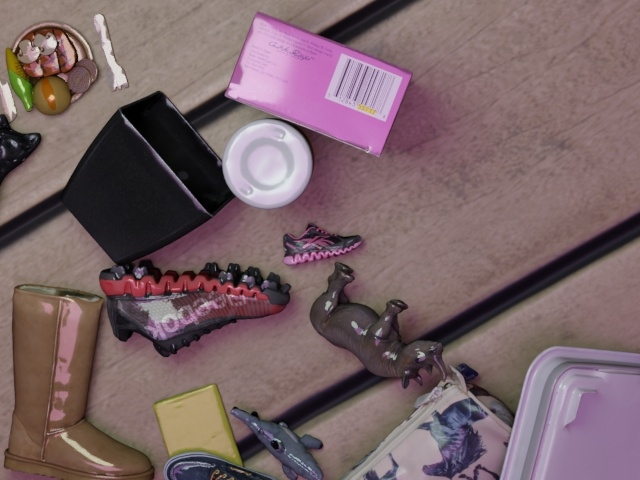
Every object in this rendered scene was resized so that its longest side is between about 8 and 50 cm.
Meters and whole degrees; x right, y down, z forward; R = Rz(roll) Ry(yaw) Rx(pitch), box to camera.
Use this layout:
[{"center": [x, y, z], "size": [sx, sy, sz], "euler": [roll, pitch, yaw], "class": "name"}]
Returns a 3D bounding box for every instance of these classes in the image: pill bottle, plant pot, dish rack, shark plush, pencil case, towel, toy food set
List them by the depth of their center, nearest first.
[{"center": [-0.067, -0.108, 1.668], "size": [0.119, 0.208, 0.119], "euler": [0, 96, 1], "class": "pill bottle"}, {"center": [-0.246, -0.075, 1.697], "size": [0.167, 0.187, 0.188], "euler": [-38, 95, 17], "class": "plant pot"}, {"center": [0.376, 0.321, 1.708], "size": [0.285, 0.072, 0.333], "euler": [8, 97, -35], "class": "dish rack"}, {"center": [-0.384, -0.247, 1.742], "size": [0.192, 0.038, 0.132], "euler": [-17, 96, 3], "class": "toy food set"}, {"center": [0.103, 0.361, 1.744], "size": [0.410, 0.160, 0.183], "euler": [-43, 102, 5], "class": "pencil case"}, {"center": [-0.057, 0.290, 1.785], "size": [0.073, 0.067, 0.161], "euler": [-40, 95, 5], "class": "shark plush"}, {"center": [-0.166, 0.338, 1.819], "size": [0.102, 0.021, 0.237], "euler": [-18, 95, -3], "class": "towel"}]

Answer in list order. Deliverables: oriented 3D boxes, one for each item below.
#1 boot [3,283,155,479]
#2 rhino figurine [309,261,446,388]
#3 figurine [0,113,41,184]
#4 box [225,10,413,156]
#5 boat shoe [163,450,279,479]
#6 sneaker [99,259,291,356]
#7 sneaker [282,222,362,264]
[{"center": [-0.345, 0.212, 1.772], "size": [0.236, 0.089, 0.270], "euler": [7, 95, 0], "class": "boot"}, {"center": [0.083, 0.132, 1.721], "size": [0.243, 0.073, 0.106], "euler": [33, 102, 29], "class": "rhino figurine"}, {"center": [-0.537, -0.117, 1.743], "size": [0.215, 0.092, 0.209], "euler": [33, 89, -2], "class": "figurine"}, {"center": [0.001, -0.209, 1.638], "size": [0.213, 0.243, 0.117], "euler": [21, 96, -1], "class": "box"}, {"center": [-0.139, 0.354, 1.768], "size": [0.183, 0.083, 0.065], "euler": [14, 93, -4], "class": "boat shoe"}, {"center": [-0.179, 0.100, 1.751], "size": [0.276, 0.097, 0.135], "euler": [1, 96, 3], "class": "sneaker"}, {"center": [0.000, 0.000, 1.766], "size": [0.119, 0.047, 0.057], "euler": [-11, 85, 1], "class": "sneaker"}]
